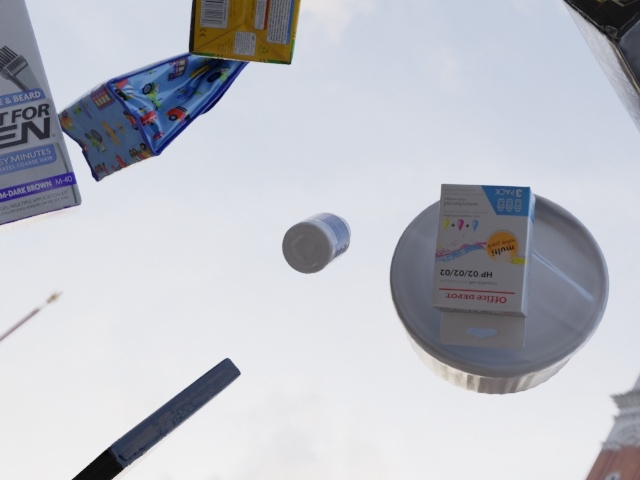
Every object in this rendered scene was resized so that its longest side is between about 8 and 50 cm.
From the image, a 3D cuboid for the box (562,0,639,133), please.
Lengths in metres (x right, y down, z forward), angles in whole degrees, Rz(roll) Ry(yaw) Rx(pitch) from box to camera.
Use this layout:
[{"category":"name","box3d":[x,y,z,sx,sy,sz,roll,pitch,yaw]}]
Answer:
[{"category":"box","box3d":[0.350,-0.191,0.733,0.295,0.293,0.073,37,13,-50]}]

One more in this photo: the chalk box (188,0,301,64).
[{"category":"chalk box","box3d":[-0.099,-0.317,1.278,0.132,0.213,0.132,4,-67,-8]}]

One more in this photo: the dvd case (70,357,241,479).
[{"category":"dvd case","box3d":[-0.185,0.197,0.778,0.253,0.180,0.022,-42,-94,26]}]

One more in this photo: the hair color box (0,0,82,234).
[{"category":"hair color box","box3d":[-0.415,-0.174,1.160,0.110,0.185,0.339,155,-82,-73]}]

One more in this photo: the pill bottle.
[{"category":"pill bottle","box3d":[0.000,0.000,1.262,0.067,0.120,0.067,3,-79,17]}]

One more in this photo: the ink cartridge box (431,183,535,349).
[{"category":"ink cartridge box","box3d":[0.187,0.030,1.135,0.104,0.061,0.181,2,-100,17]}]

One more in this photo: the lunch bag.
[{"category":"lunch bag","box3d":[-0.254,-0.244,1.623,0.221,0.293,0.138,-13,-66,53]}]

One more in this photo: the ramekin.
[{"category":"ramekin","box3d":[0.224,0.073,1.274,0.273,0.273,0.127,27,-27,20]}]
